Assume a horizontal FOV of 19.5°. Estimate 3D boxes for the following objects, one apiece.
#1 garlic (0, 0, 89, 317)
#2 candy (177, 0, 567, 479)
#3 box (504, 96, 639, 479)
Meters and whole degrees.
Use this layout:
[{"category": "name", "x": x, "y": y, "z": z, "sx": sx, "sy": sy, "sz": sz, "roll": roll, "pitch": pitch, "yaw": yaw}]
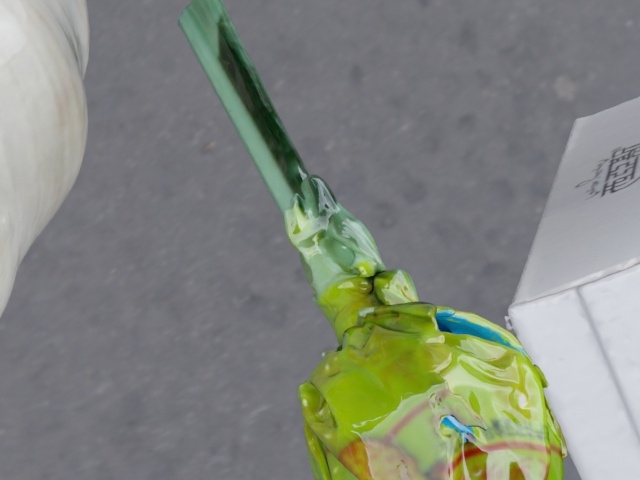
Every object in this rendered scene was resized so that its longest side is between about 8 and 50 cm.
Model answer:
[{"category": "garlic", "x": -0.124, "y": -0.073, "z": 0.434, "sx": 0.199, "sy": 0.226, "sz": 0.199, "roll": 18, "pitch": 52, "yaw": -25}, {"category": "candy", "x": 0.001, "y": -0.002, "z": 0.605, "sx": 0.077, "sy": 0.073, "sz": 0.262, "roll": 42, "pitch": 15, "yaw": -47}, {"category": "box", "x": 0.187, "y": 0.051, "z": 0.830, "sx": 0.203, "sy": 0.116, "sz": 0.274, "roll": 65, "pitch": 19, "yaw": -11}]
